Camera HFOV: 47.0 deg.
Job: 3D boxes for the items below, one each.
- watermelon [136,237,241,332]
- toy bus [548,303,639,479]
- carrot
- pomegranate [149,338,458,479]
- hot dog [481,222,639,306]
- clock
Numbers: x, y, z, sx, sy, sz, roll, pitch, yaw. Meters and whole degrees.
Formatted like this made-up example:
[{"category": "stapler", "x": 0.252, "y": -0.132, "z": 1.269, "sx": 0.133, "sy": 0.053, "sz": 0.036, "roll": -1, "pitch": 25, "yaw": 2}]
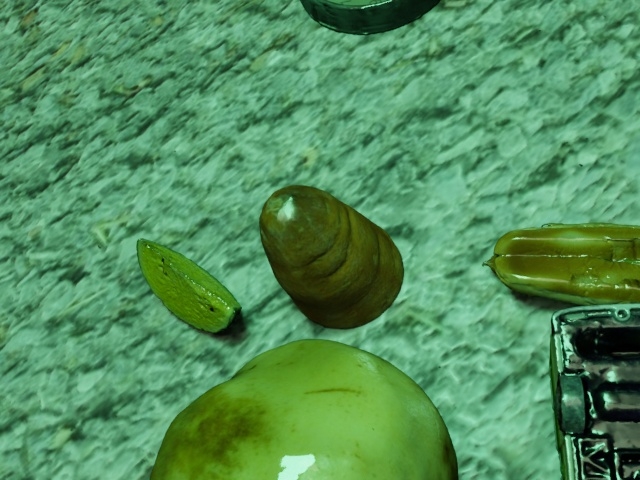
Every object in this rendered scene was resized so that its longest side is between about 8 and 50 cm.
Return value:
[{"category": "watermelon", "x": -0.184, "y": 0.076, "z": 1.010, "sx": 0.182, "sy": 0.092, "sz": 0.075, "roll": 34, "pitch": 92, "yaw": 19}, {"category": "toy bus", "x": 0.311, "y": 0.231, "z": 0.737, "sx": 0.143, "sy": 0.179, "sz": 0.305, "roll": -4, "pitch": 65, "yaw": 12}, {"category": "carrot", "x": 0.000, "y": 0.000, "z": 0.918, "sx": 0.159, "sy": 0.225, "sz": 0.159, "roll": -9, "pitch": 61, "yaw": 17}, {"category": "pomegranate", "x": -0.006, "y": 0.267, "z": 0.742, "sx": 0.333, "sy": 0.332, "sz": 0.332, "roll": -6, "pitch": 64, "yaw": 13}, {"category": "hot dog", "x": 0.331, "y": 0.031, "z": 0.888, "sx": 0.270, "sy": 0.072, "sz": 0.109, "roll": 4, "pitch": 65, "yaw": 17}, {"category": "clock", "x": 0.086, "y": -0.464, "z": 1.200, "sx": 0.281, "sy": 0.055, "sz": 0.280, "roll": -6, "pitch": 64, "yaw": 13}]
